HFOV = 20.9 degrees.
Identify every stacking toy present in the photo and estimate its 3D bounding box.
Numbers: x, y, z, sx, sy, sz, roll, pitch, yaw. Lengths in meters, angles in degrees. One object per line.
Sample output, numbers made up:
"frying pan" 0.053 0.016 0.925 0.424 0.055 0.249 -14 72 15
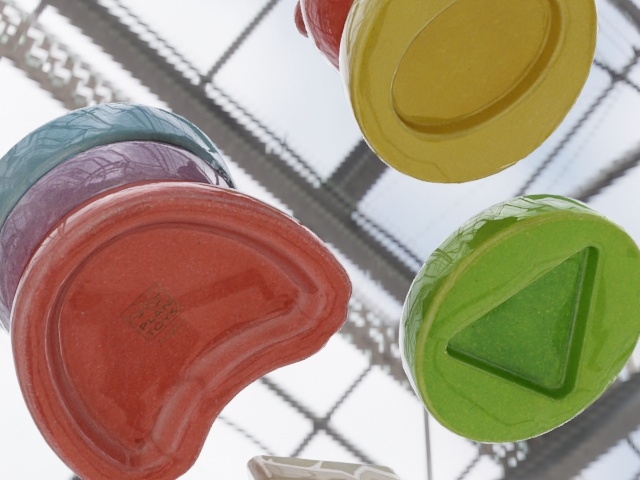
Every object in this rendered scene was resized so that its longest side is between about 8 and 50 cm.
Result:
"stacking toy" 0.000 0.000 0.838 0.309 0.130 0.279 -35 -52 -4
